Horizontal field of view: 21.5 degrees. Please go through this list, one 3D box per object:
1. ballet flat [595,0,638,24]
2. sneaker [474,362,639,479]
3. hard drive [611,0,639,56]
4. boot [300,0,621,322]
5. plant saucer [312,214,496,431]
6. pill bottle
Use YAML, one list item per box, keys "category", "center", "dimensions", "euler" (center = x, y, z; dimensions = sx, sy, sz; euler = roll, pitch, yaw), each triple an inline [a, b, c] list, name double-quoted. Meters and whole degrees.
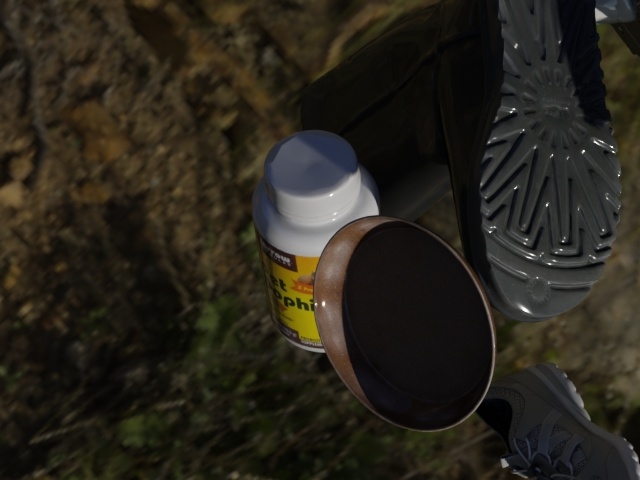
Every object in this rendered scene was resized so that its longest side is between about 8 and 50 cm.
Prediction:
- category: "ballet flat"
  center: [0.329, -0.410, 1.731]
  dimensions: [0.139, 0.400, 0.139]
  euler: [12, 16, -4]
- category: "sneaker"
  center: [0.247, 0.237, 1.766]
  dimensions: [0.115, 0.105, 0.281]
  euler: [-10, 29, -17]
- category: "hard drive"
  center: [0.443, -0.272, 1.728]
  dimensions: [0.237, 0.339, 0.064]
  euler: [-39, 100, 1]
- category: "boot"
  center: [0.107, -0.057, 1.658]
  dimensions: [0.146, 0.445, 0.367]
  euler: [14, 70, -24]
- category: "plant saucer"
  center: [0.066, 0.059, 1.249]
  dimensions: [0.029, 0.168, 0.168]
  euler: [-24, 81, -47]
- category: "pill bottle"
  center: [0.000, 0.000, 1.551]
  dimensions: [0.117, 0.215, 0.117]
  euler: [-3, 50, 4]
